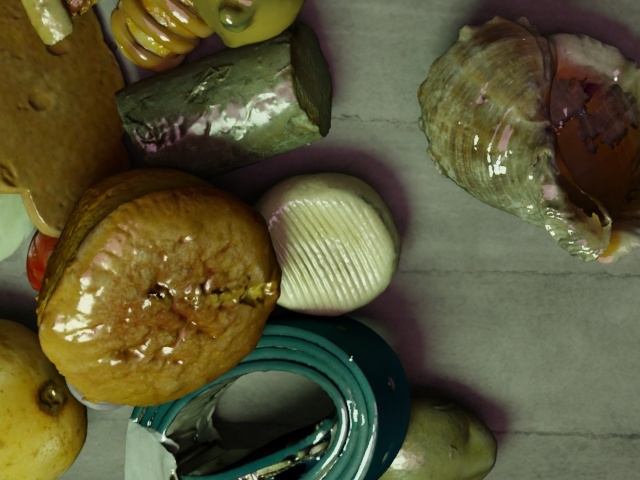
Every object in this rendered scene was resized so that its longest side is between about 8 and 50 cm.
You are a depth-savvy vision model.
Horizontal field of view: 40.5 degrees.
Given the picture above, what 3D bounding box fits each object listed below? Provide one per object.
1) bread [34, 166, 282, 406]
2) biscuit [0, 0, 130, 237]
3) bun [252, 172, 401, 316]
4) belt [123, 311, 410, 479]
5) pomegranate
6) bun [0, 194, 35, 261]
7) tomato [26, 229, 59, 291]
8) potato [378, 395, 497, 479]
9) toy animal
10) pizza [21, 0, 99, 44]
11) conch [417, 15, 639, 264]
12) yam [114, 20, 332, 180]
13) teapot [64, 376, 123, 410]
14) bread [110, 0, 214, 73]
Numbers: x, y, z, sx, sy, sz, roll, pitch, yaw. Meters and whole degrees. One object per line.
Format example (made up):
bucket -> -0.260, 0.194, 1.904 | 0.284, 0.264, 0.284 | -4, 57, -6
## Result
bread -> -0.195, 0.055, 1.063 | 0.312, 0.172, 0.312 | -17, 128, -23
biscuit -> -0.367, -0.184, 1.083 | 0.051, 0.269, 0.376 | -4, 114, 41
bun -> 0.000, 0.000, 1.210 | 0.222, 0.127, 0.222 | -3, 107, -10
belt -> -0.085, 0.272, 1.237 | 0.436, 0.173, 0.300 | -30, 79, 19
pomegranate -> -0.480, 0.253, 1.236 | 0.307, 0.307, 0.307 | 0, 112, 1
bun -> -0.514, -0.095, 1.149 | 0.293, 0.187, 0.293 | -6, 106, -22
tomato -> -0.316, 0.030, 1.200 | 0.187, 0.187, 0.151 | 34, 76, -12
potato -> 0.157, 0.321, 1.318 | 0.235, 0.160, 0.178 | 0, 152, -14
toy animal -> -0.077, -0.335, 1.004 | 0.195, 0.281, 0.169 | 16, 131, -6
pizza -> -0.285, -0.414, 1.038 | 0.182, 0.074, 0.365 | 12, 97, -28
conch -> 0.285, -0.124, 1.107 | 0.297, 0.210, 0.352 | -16, 79, -13
yam -> -0.117, -0.168, 1.120 | 0.268, 0.161, 0.161 | -17, 111, 9
teapot -> -0.312, 0.177, 1.265 | 0.148, 0.146, 0.116 | 3, 93, 6
bread -> -0.193, -0.294, 1.115 | 0.119, 0.084, 0.177 | 42, 111, -14
